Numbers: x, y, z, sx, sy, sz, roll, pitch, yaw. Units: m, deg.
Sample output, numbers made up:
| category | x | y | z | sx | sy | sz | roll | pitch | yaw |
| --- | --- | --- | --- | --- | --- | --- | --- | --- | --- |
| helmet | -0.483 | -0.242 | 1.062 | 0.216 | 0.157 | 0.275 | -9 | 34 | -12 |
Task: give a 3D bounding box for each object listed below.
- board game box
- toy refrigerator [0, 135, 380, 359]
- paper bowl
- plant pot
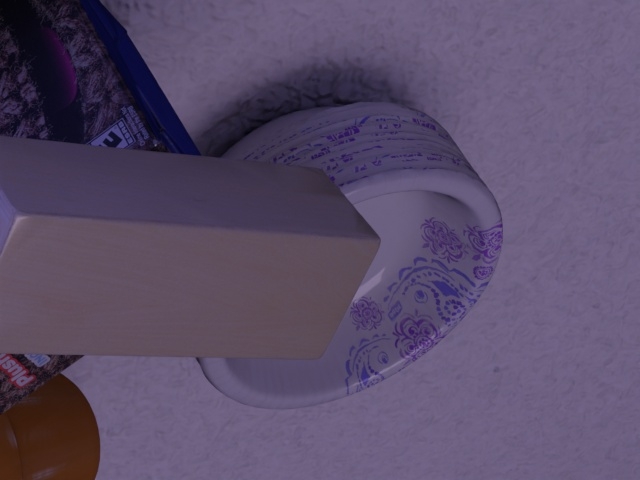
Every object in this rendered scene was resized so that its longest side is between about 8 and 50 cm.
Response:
| category | x | y | z | sx | sy | sz | roll | pitch | yaw |
| --- | --- | --- | --- | --- | --- | --- | --- | --- | --- |
| board game box | -0.240 | -0.027 | 1.305 | 0.291 | 0.232 | 0.141 | -36 | 144 | 4 |
| toy refrigerator | -0.106 | 0.006 | 1.169 | 0.269 | 0.094 | 0.102 | 3 | 124 | -39 |
| paper bowl | 0.000 | 0.000 | 1.596 | 0.284 | 0.148 | 0.284 | -21 | 144 | -16 |
| plant pot | -0.294 | 0.182 | 1.571 | 0.188 | 0.205 | 0.205 | -9 | 142 | -54 |
